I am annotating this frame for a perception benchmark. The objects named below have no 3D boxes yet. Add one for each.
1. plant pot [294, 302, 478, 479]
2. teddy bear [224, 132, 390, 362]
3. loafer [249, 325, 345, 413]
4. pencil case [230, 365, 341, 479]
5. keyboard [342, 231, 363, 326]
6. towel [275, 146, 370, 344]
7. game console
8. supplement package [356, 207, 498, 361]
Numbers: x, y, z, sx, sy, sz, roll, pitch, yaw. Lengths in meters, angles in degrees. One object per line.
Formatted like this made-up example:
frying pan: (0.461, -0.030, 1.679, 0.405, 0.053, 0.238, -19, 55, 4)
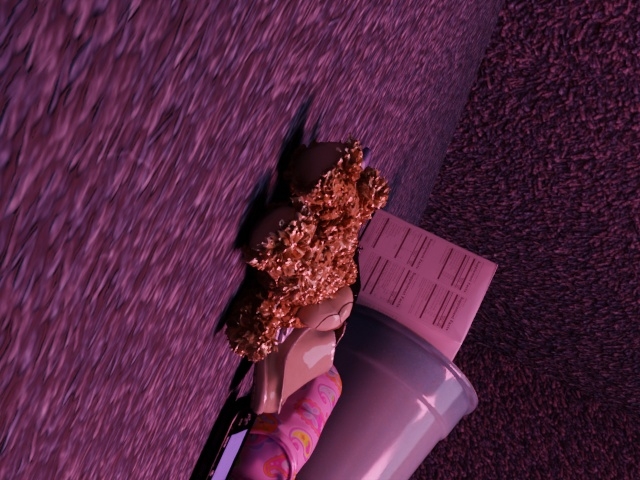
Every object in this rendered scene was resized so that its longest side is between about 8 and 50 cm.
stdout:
plant pot: (0.060, 0.346, 2.205, 0.334, 0.341, 0.341, -53, 169, -22)
teddy bear: (-0.010, 0.018, 1.297, 0.245, 0.113, 0.338, -57, 169, -38)
loafer: (-0.028, 0.153, 1.649, 0.268, 0.092, 0.102, -60, 160, -60)
pencil case: (-0.054, 0.271, 1.812, 0.284, 0.124, 0.124, -55, 168, -65)
keyboard: (0.028, 0.031, 1.653, 0.192, 0.038, 0.100, 84, 24, -53)
towel: (0.000, 0.000, 1.626, 0.285, 0.034, 0.209, -55, 166, -64)
game console: (-0.174, 0.379, 1.616, 0.213, 0.044, 0.361, -18, 133, -81)
supplement package: (0.177, 0.108, 2.364, 0.198, 0.263, 0.199, -61, 173, -27)
